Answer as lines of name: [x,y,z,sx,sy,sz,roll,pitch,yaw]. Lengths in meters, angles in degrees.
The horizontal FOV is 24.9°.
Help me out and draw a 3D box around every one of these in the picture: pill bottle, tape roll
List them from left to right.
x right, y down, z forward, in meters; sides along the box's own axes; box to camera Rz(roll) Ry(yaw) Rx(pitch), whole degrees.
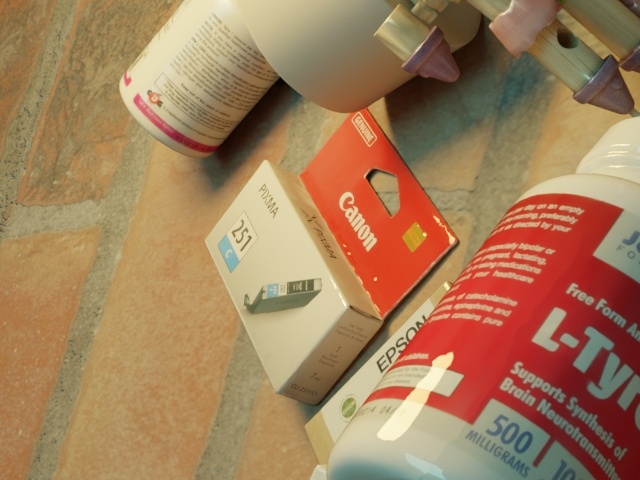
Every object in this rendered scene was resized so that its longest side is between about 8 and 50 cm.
pill bottle: [-0.120,-0.258,1.904,0.283,0.160,0.160,-47,41,22]
tape roll: [0.043,-0.289,1.662,0.169,0.246,0.246,-31,48,35]
pill bottle: [0.204,0.096,1.181,0.229,0.229,0.408,2,46,50]

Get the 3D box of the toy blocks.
toy blocks: [0.251,-0.243,1.441,0.309,0.260,0.289,-46,7,47]

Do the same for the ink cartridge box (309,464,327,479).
ink cartridge box: [0.043,0.290,1.347,0.150,0.063,0.109,31,103,34]

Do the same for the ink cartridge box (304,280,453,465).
ink cartridge box: [0.109,0.190,1.438,0.235,0.088,0.193,-48,41,21]

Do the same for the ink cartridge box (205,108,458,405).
ink cartridge box: [0.000,0.000,1.693,0.261,0.066,0.296,-51,39,18]
